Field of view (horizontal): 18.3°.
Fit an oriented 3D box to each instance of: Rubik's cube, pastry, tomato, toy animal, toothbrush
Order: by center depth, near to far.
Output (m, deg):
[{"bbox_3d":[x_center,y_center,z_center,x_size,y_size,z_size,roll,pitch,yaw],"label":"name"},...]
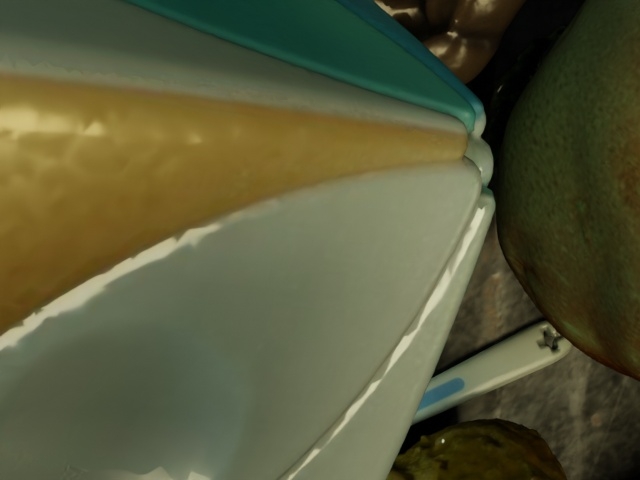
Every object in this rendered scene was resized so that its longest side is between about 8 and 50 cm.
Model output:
[{"bbox_3d":[-0.167,0.003,0.969,0.347,0.351,0.352,7,113,-34],"label":"Rubik's cube"},{"bbox_3d":[0.119,-0.186,1.197,0.186,0.094,0.214,15,118,-32],"label":"toy animal"},{"bbox_3d":[0.240,-0.043,1.224,0.239,0.303,0.303,-7,123,-24],"label":"tomato"},{"bbox_3d":[0.112,0.244,1.367,0.132,0.235,0.240,-21,148,-22],"label":"pastry"},{"bbox_3d":[0.011,0.139,1.367,0.386,0.040,0.040,-24,129,-15],"label":"toothbrush"}]
